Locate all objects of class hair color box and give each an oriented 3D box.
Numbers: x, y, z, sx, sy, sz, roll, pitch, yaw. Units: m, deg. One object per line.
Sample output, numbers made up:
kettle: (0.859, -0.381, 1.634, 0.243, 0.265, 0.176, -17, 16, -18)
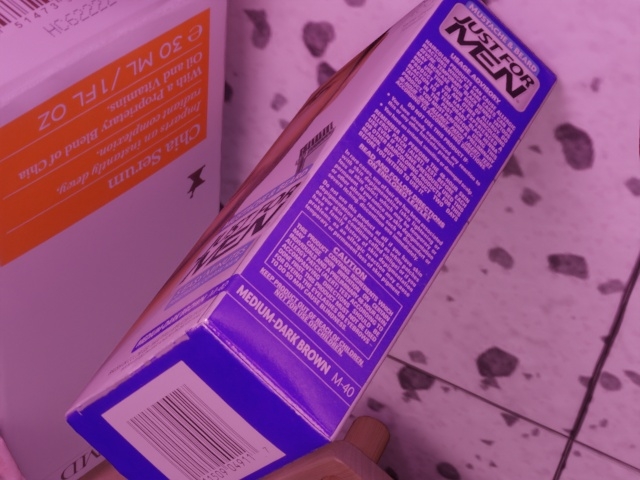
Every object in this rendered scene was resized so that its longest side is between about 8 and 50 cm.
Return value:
hair color box: (0.000, 0.000, 1.040, 0.110, 0.339, 0.185, 44, 140, -9)

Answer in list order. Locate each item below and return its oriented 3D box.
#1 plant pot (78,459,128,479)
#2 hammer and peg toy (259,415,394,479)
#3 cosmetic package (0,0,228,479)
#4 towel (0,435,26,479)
plant pot: (-0.212, 0.211, 1.491, 0.284, 0.191, 0.284, 42, 167, 12)
hammer and peg toy: (0.013, 0.317, 1.528, 0.266, 0.127, 0.361, 42, 141, -12)
cosmetic package: (-0.207, -0.016, 1.233, 0.161, 0.230, 0.453, 38, 146, 25)
towel: (-0.389, 0.101, 1.254, 0.332, 0.053, 0.317, 7, 132, 35)
